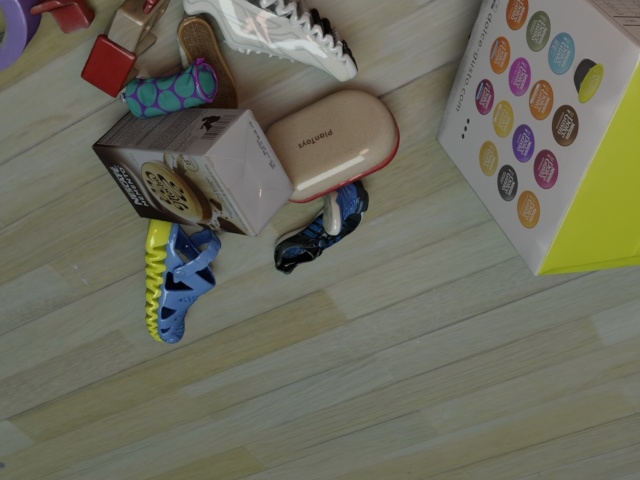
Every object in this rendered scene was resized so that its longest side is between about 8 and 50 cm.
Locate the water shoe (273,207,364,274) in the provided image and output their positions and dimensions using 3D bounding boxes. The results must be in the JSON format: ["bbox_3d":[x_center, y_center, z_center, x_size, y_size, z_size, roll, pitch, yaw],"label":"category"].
[{"bbox_3d":[0.000,0.000,1.522,0.203,0.080,0.073,-33,122,26],"label":"water shoe"}]

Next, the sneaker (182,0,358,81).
[{"bbox_3d":[-0.074,-0.324,1.232,0.292,0.110,0.118,33,110,-14],"label":"sneaker"}]

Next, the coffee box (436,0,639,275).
[{"bbox_3d":[0.417,-0.190,1.126,0.338,0.334,0.337,-4,132,-20],"label":"coffee box"}]

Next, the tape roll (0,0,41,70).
[{"bbox_3d":[-0.534,-0.359,1.249,0.189,0.080,0.189,1,130,1],"label":"tape roll"}]

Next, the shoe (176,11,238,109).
[{"bbox_3d":[-0.184,-0.276,1.325,0.077,0.058,0.219,-18,133,-9],"label":"shoe"}]

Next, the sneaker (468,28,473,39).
[{"bbox_3d":[0.260,-0.354,1.218,0.121,0.079,0.217,-32,123,24],"label":"sneaker"}]

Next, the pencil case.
[{"bbox_3d":[-0.236,-0.236,1.275,0.152,0.064,0.070,-7,103,28],"label":"pencil case"}]

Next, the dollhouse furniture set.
[{"bbox_3d":[-0.315,-0.363,1.142,0.201,0.152,0.374,33,137,-12],"label":"dollhouse furniture set"}]

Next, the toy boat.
[{"bbox_3d":[0.024,-0.150,1.376,0.231,0.150,0.151,-24,162,11],"label":"toy boat"}]

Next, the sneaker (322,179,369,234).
[{"bbox_3d":[0.048,-0.061,1.424,0.085,0.152,0.058,10,126,-13],"label":"sneaker"}]

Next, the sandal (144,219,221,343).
[{"bbox_3d":[-0.269,0.082,1.580,0.138,0.126,0.317,5,131,-7],"label":"sandal"}]

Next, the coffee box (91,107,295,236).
[{"bbox_3d":[-0.210,-0.117,1.318,0.297,0.119,0.168,9,140,42],"label":"coffee box"}]
